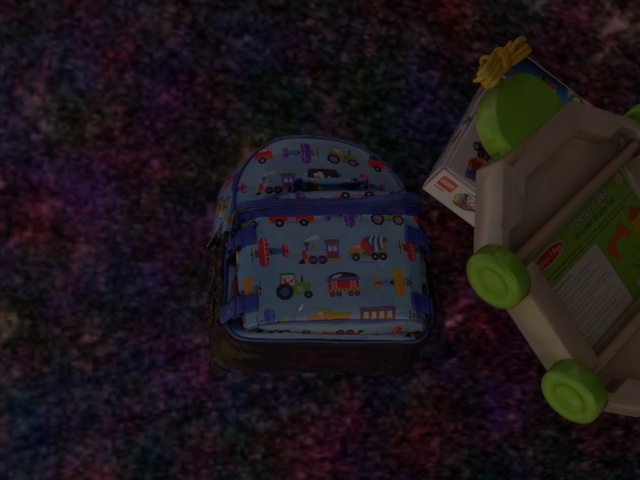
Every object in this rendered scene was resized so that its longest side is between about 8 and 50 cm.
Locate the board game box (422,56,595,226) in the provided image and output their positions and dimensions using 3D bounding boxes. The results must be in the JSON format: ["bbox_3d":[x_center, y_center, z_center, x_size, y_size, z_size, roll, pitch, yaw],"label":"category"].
[{"bbox_3d":[0.273,-0.042,1.324,0.193,0.305,0.053,-58,7,-33],"label":"board game box"}]

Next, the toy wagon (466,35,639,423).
[{"bbox_3d":[0.233,-0.018,1.123,0.344,0.267,0.068,55,147,-7],"label":"toy wagon"}]

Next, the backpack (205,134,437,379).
[{"bbox_3d":[0.000,0.000,0.888,0.117,0.158,0.173,108,164,-64],"label":"backpack"}]
